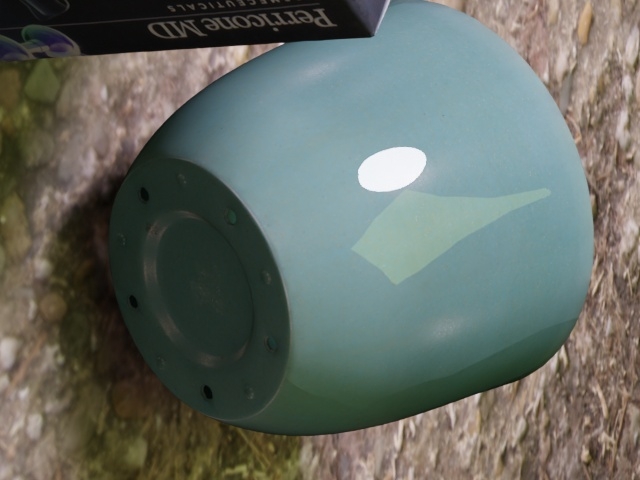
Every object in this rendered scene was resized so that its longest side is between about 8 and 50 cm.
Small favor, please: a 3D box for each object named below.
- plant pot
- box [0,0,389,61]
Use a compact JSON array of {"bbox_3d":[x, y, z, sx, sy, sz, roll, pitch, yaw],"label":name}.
[{"bbox_3d":[0.000,0.000,1.335,0.235,0.293,0.293,-21,107,-41],"label":"plant pot"},{"bbox_3d":[-0.148,-0.302,1.089,0.395,0.293,0.212,48,51,-45],"label":"box"}]
